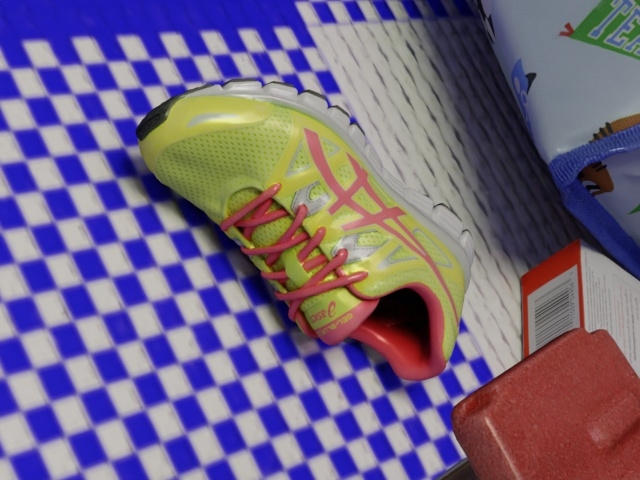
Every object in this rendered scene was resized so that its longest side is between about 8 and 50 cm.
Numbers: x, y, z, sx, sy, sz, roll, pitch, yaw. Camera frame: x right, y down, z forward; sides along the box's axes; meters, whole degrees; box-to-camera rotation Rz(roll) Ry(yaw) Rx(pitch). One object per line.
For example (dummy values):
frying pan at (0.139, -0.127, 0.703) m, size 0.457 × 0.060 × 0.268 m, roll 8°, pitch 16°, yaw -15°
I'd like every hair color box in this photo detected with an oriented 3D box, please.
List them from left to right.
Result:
hair color box at (0.194, 0.083, 0.895) m, size 0.167 × 0.053 × 0.093 m, roll 33°, pitch 40°, yaw -25°

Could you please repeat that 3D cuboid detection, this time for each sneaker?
sneaker at (0.000, 0.000, 0.724) m, size 0.208 × 0.081 × 0.094 m, roll 30°, pitch 45°, yaw -30°

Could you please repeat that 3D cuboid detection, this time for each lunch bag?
lunch bag at (0.254, -0.137, 0.985) m, size 0.385 × 0.239 × 0.328 m, roll 40°, pitch 31°, yaw -56°

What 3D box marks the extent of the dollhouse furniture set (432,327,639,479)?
dollhouse furniture set at (-0.021, 0.176, 0.459) m, size 0.374 × 0.201 × 0.152 m, roll -22°, pitch 79°, yaw -54°
